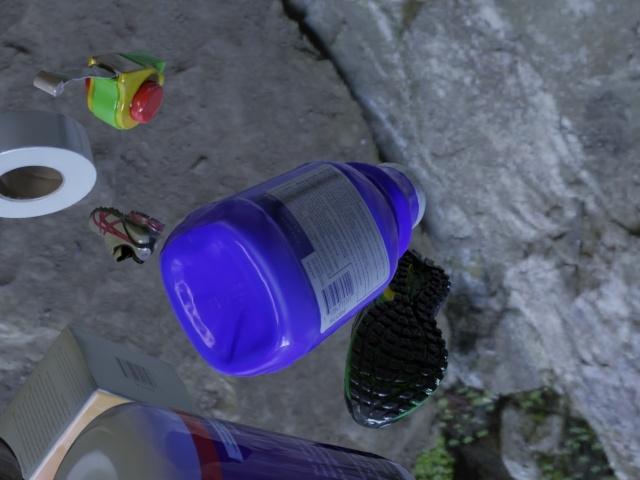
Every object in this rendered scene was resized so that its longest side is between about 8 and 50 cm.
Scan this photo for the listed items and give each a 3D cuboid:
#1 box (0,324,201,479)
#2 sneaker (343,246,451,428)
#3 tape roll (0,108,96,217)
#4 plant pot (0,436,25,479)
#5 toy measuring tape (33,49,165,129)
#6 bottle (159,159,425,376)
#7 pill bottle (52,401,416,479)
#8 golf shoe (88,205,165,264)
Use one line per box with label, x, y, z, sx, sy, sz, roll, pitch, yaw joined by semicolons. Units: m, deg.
box;-0.378;0.338;1.369;0.215;0.168;0.345;30;101;-41
sneaker;0.103;0.156;1.272;0.146;0.134;0.343;-62;179;32
tape roll;-0.634;-0.161;1.916;0.286;0.286;0.100;5;58;-42
plant pot;-0.368;0.345;0.943;0.229;0.263;0.263;47;63;-43
toy measuring tape;-0.326;-0.215;1.333;0.330;0.121;0.121;-43;124;-65
bottle;0.000;0.000;0.667;0.118;0.092;0.283;63;31;-3
pill bottle;-0.034;0.238;0.669;0.323;0.181;0.181;21;79;-35
golf shoe;-0.343;-0.009;1.504;0.067;0.186;0.086;33;74;-42
